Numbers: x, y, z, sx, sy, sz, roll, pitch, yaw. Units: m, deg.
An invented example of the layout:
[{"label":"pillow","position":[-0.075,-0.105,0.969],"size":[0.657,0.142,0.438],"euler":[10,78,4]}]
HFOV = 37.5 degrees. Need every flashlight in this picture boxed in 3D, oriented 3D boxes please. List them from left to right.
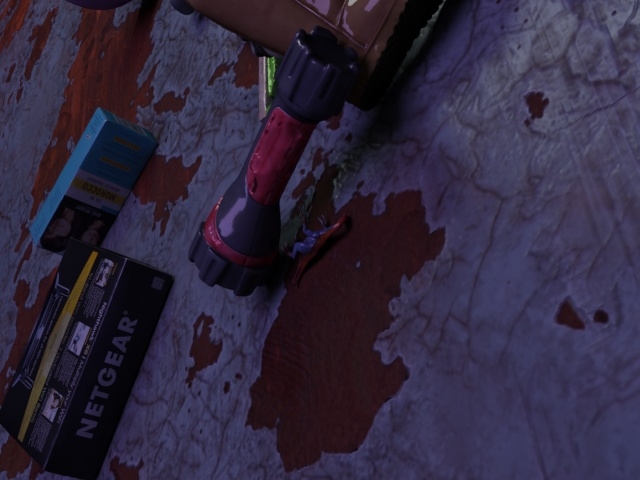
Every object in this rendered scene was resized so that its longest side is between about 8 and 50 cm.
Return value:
[{"label":"flashlight","position":[-0.051,-0.079,1.046],"size":[0.103,0.103,0.304],"euler":[39,123,15]}]

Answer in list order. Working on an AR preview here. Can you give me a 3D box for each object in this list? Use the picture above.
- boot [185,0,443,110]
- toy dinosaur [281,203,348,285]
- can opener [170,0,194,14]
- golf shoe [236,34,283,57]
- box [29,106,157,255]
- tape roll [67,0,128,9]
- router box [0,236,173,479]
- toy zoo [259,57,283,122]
[{"label":"boot","position":[-0.004,-0.306,1.061],"size":[0.269,0.089,0.236],"euler":[37,104,19]},{"label":"toy dinosaur","position":[0.000,0.000,1.059],"size":[0.082,0.047,0.090],"euler":[-9,97,41]},{"label":"can opener","position":[-0.167,-0.502,1.522],"size":[0.283,0.095,0.076],"euler":[-48,37,14]},{"label":"golf shoe","position":[-0.006,-0.350,1.177],"size":[0.120,0.105,0.273],"euler":[20,88,36]},{"label":"box","position":[-0.374,-0.087,1.548],"size":[0.244,0.100,0.060],"euler":[-58,35,12]},{"label":"tape roll","position":[-0.414,-0.574,1.744],"size":[0.090,0.274,0.275],"euler":[-10,62,50]},{"label":"router box","position":[-0.352,0.162,1.382],"size":[0.243,0.081,0.309],"euler":[14,82,56]},{"label":"toy zoo","position":[0.022,-0.292,1.196],"size":[0.293,0.030,0.192],"euler":[-35,44,37]}]
